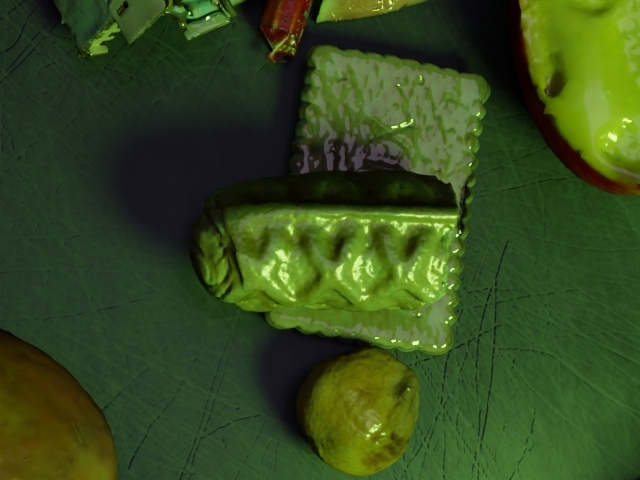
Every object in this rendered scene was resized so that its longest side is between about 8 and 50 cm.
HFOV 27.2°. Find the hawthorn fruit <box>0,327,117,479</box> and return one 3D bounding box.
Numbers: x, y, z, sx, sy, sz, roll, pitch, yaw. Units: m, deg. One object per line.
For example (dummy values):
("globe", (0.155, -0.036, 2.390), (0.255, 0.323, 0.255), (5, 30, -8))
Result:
("hawthorn fruit", (-0.398, 0.257, 1.126), (0.472, 0.472, 0.471), (2, 81, -10))

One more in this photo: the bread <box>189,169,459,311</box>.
("bread", (0.000, 0.000, 1.346), (0.268, 0.130, 0.152), (0, 47, -9))

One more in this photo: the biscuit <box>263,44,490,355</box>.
("biscuit", (0.064, -0.046, 1.446), (0.217, 0.044, 0.324), (9, 81, -7))

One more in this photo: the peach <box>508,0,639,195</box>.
("peach", (0.360, -0.236, 1.436), (0.306, 0.242, 0.380), (7, 93, 12))

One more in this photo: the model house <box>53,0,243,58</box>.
("model house", (-0.136, -0.307, 1.382), (0.206, 0.271, 0.178), (-21, 79, -45))

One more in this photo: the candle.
("candle", (-0.035, -0.257, 1.460), (0.052, 0.052, 0.130), (17, 78, -7))

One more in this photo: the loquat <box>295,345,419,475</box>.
("loquat", (0.041, 0.174, 1.380), (0.137, 0.113, 0.137), (1, 56, -2))

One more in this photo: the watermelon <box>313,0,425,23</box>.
("watermelon", (0.061, -0.310, 1.493), (0.163, 0.087, 0.069), (-14, 47, -14))
